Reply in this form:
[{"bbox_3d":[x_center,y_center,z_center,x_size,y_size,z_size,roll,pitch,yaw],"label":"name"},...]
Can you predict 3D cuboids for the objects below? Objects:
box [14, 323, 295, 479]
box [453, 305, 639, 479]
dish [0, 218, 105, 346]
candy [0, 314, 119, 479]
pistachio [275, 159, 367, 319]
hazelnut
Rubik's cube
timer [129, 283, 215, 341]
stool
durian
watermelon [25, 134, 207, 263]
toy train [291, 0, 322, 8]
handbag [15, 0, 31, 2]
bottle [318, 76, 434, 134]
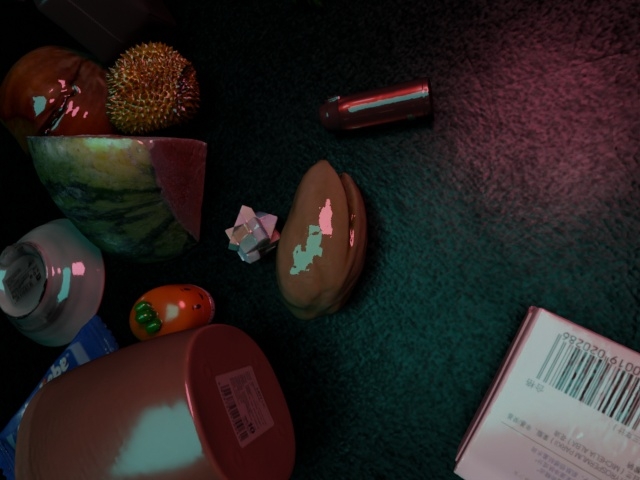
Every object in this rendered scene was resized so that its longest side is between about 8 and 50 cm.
[{"bbox_3d":[-0.182,0.251,0.549,0.216,0.301,0.300,-29,74,11],"label":"box"},{"bbox_3d":[0.314,0.220,0.443,0.274,0.116,0.203,26,94,22],"label":"box"},{"bbox_3d":[-0.547,0.078,0.823,0.261,0.085,0.260,-3,81,21],"label":"dish"},{"bbox_3d":[-0.462,0.313,0.760,0.187,0.077,0.331,37,89,28],"label":"candy"},{"bbox_3d":[0.000,0.000,0.598,0.136,0.136,0.225,5,79,22],"label":"pistachio"},{"bbox_3d":[-0.460,-0.240,0.775,0.212,0.181,0.181,36,127,-19],"label":"hazelnut"},{"bbox_3d":[-0.107,-0.012,0.665,0.075,0.073,0.084,38,100,21],"label":"Rubik's cube"},{"bbox_3d":[-0.246,0.117,0.680,0.136,0.136,0.099,-29,68,16],"label":"timer"},{"bbox_3d":[-0.388,-0.430,0.758,0.141,0.232,0.232,-40,71,15],"label":"stool"},{"bbox_3d":[-0.290,-0.264,0.738,0.168,0.137,0.158,-10,82,10],"label":"durian"},{"bbox_3d":[-0.318,-0.093,0.740,0.213,0.201,0.261,2,128,19],"label":"watermelon"},{"bbox_3d":[-0.065,-0.461,0.721,0.042,0.044,0.209,-33,72,15],"label":"toy train"},{"bbox_3d":[-0.603,-0.686,0.856,0.341,0.247,0.240,-44,72,-1],"label":"handbag"},{"bbox_3d":[0.078,-0.195,0.622,0.164,0.060,0.060,-6,81,21],"label":"bottle"}]
